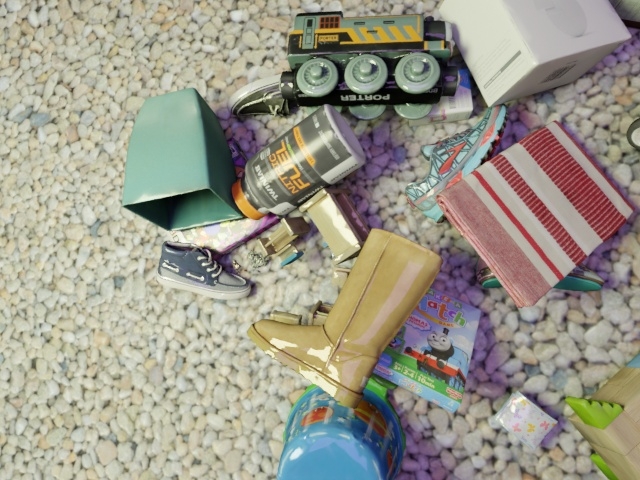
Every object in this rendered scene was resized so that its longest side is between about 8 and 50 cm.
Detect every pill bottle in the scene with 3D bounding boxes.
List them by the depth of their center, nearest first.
[{"bbox_3d":[-0.050,-0.133,0.812,0.246,0.130,0.130,-31,80,21],"label":"pill bottle"}]

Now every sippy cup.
[{"bbox_3d":[0.030,0.377,0.747,0.240,0.224,0.304,-8,83,9],"label":"sippy cup"}]

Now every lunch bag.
[{"bbox_3d":[0.370,0.322,0.787,0.083,0.053,0.071,36,92,1],"label":"lunch bag"}]

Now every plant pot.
[{"bbox_3d":[-0.268,-0.162,0.846,0.166,0.165,0.234,-11,73,8],"label":"plant pot"}]

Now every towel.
[{"bbox_3d":[0.390,-0.060,0.771,0.329,0.037,0.237,-32,81,-21],"label":"towel"}]

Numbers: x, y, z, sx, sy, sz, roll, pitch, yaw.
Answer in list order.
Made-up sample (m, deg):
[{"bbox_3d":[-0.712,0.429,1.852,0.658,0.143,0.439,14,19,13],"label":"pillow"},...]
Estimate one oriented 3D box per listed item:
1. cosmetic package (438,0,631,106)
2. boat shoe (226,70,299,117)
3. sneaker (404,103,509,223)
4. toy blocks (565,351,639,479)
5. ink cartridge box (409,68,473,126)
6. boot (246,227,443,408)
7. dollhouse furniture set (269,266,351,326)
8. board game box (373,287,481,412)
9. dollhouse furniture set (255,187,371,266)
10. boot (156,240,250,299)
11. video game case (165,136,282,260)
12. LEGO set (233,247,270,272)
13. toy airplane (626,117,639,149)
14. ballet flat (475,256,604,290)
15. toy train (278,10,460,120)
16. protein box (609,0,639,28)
[{"bbox_3d":[0.380,-0.397,0.787,0.224,0.138,0.224,-20,81,-17],"label":"cosmetic package"},{"bbox_3d":[-0.090,-0.302,0.914,0.220,0.078,0.070,-19,80,5],"label":"boat shoe"},{"bbox_3d":[0.258,-0.169,0.833,0.125,0.104,0.261,34,89,14],"label":"sneaker"},{"bbox_3d":[0.621,0.332,0.701,0.261,0.190,0.381,-38,80,-8],"label":"toy blocks"},{"bbox_3d":[0.237,-0.288,0.874,0.123,0.052,0.088,-5,83,8],"label":"ink cartridge box"},{"bbox_3d":[0.036,0.100,0.719,0.236,0.089,0.269,27,83,21],"label":"boot"},{"bbox_3d":[0.010,0.107,0.829,0.182,0.101,0.160,10,100,10],"label":"dollhouse furniture set"},{"bbox_3d":[0.190,0.174,0.772,0.160,0.039,0.211,24,44,11],"label":"board game box"},{"bbox_3d":[0.000,0.000,0.858,0.184,0.129,0.129,-36,79,26],"label":"dollhouse furniture set"},{"bbox_3d":[-0.230,0.059,0.868,0.190,0.069,0.085,11,115,-12],"label":"boot"},{"bbox_3d":[-0.232,-0.074,0.929,0.232,0.042,0.210,-30,82,4],"label":"video game case"},{"bbox_3d":[-0.147,0.046,0.912,0.083,0.023,0.054,-34,80,4],"label":"LEGO set"},{"bbox_3d":[0.712,-0.123,0.632,0.385,0.272,0.385,8,73,-12],"label":"toy airplane"},{"bbox_3d":[0.405,0.050,0.807,0.222,0.076,0.079,1,64,9],"label":"ballet flat"},{"bbox_3d":[0.089,-0.334,0.811,0.335,0.142,0.190,1,78,9],"label":"toy train"},{"bbox_3d":[0.621,-0.525,0.797,0.201,0.136,0.199,18,86,10],"label":"protein box"}]
